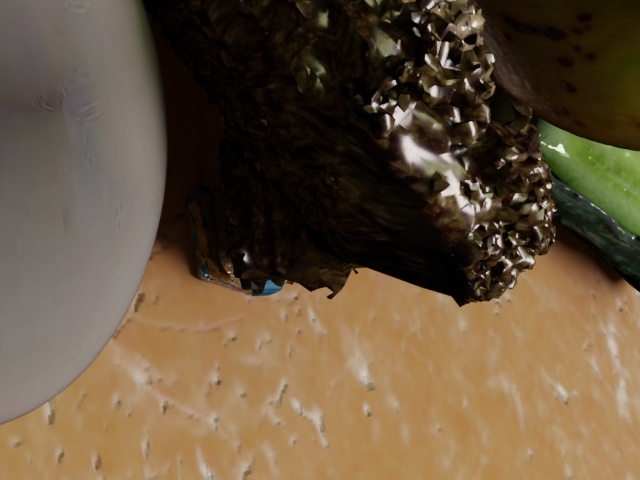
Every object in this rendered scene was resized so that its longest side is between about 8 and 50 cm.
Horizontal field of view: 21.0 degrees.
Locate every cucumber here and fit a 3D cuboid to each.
[{"bbox_3d":[0.172,-0.025,0.966,0.193,0.086,0.115,32,52,-28],"label":"cucumber"}]

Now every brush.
[{"bbox_3d":[0.000,0.000,0.817,0.164,0.014,0.051,1,75,-48],"label":"brush"}]

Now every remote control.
[{"bbox_3d":[-0.158,-0.034,0.562,0.332,0.103,0.221,-16,101,-60],"label":"remote control"}]

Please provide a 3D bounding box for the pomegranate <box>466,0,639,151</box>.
[{"bbox_3d":[0.193,-0.180,0.792,0.291,0.323,0.290,-7,104,-29],"label":"pomegranate"}]

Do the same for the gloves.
[{"bbox_3d":[-0.006,-0.097,0.726,0.210,0.135,0.312,72,-3,-46],"label":"gloves"}]
